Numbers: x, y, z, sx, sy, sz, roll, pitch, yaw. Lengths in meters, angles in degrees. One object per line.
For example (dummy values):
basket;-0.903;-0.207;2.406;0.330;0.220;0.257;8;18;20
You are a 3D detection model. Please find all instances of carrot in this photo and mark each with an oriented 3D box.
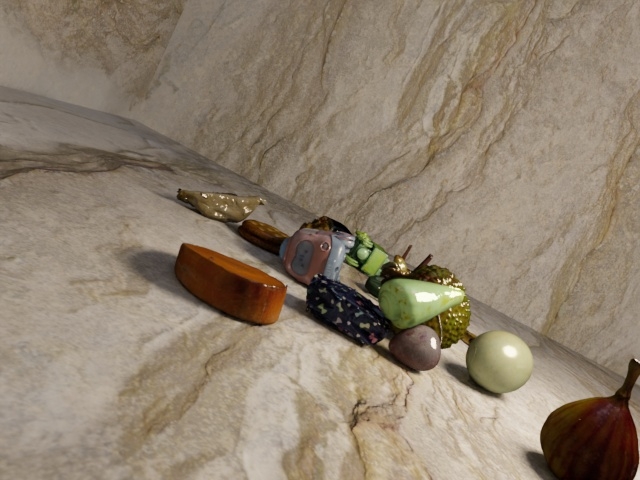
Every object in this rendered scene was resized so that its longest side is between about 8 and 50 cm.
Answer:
carrot;-0.216;0.087;1.325;0.307;0.100;0.258;31;6;38

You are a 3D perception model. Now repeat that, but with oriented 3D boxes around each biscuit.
biscuit;-0.204;-0.016;2.091;0.220;0.066;0.220;26;8;-4

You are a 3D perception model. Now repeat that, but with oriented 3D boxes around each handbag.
handbag;0.076;0.194;1.542;0.260;0.113;0.162;29;15;5

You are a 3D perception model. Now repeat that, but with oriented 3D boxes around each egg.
egg;0.543;0.368;1.685;0.253;0.186;0.186;19;12;-43

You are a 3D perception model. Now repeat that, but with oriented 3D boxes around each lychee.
lychee;0.319;0.200;1.740;0.320;0.270;0.270;33;10;16

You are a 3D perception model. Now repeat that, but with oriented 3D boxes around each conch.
conch;0.263;0.169;1.539;0.250;0.143;0.137;-3;39;-43

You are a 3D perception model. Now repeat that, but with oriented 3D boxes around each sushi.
sushi;-0.004;0.001;2.256;0.204;0.213;0.200;38;-20;-25

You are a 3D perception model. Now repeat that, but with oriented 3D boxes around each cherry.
cherry;0.262;0.268;1.534;0.148;0.188;0.115;-7;-34;11

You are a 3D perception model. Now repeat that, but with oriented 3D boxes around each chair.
chair;0.372;0.184;2.533;0.175;0.183;0.326;27;-36;1

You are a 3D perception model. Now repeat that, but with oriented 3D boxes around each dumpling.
dumpling;-0.379;-0.115;2.077;0.332;0.166;0.086;7;59;-22

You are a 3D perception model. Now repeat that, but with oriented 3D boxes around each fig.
fig;0.641;0.411;1.272;0.217;0.321;0.217;22;6;-3

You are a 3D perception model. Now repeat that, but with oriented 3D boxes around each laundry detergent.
laundry detergent;0.275;0.218;2.154;0.144;0.078;0.221;19;14;-37

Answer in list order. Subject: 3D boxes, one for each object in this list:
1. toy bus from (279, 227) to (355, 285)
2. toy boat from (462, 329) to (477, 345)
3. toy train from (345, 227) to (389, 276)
toy bus;-0.020;0.052;1.881;0.231;0.197;0.294;18;9;3
toy boat;0.589;0.388;2.183;0.149;0.047;0.049;35;11;38
toy train;0.214;0.062;2.639;0.188;0.159;0.272;33;7;-4
